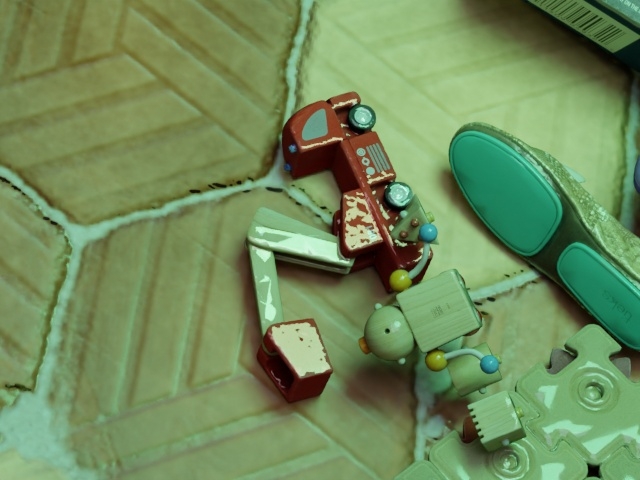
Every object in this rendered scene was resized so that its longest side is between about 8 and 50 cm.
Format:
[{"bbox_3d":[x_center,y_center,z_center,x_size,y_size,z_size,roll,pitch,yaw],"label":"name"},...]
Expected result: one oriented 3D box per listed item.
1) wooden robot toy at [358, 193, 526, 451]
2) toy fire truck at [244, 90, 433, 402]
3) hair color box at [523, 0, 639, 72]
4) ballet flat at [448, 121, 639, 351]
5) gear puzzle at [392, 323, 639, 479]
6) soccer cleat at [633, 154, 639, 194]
[{"bbox_3d":[0.066,0.061,1.240,0.079,0.076,0.173,-25,83,5],"label":"wooden robot toy"},{"bbox_3d":[0.000,0.000,1.293,0.135,0.047,0.192,-18,70,-17],"label":"toy fire truck"},{"bbox_3d":[0.269,-0.309,1.379,0.174,0.105,0.347,30,83,-6],"label":"hair color box"},{"bbox_3d":[0.174,-0.007,1.325,0.206,0.073,0.067,48,40,11],"label":"ballet flat"},{"bbox_3d":[0.113,0.207,1.216,0.339,0.044,0.175,-35,68,-23],"label":"gear puzzle"},{"bbox_3d":[0.287,-0.128,1.298,0.248,0.083,0.095,-43,90,-10],"label":"soccer cleat"}]
